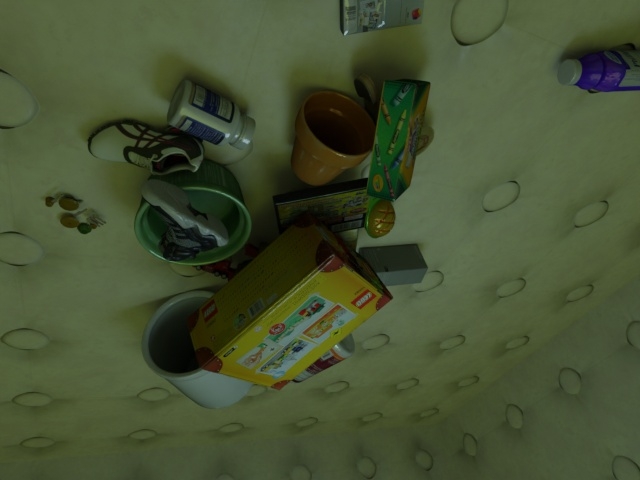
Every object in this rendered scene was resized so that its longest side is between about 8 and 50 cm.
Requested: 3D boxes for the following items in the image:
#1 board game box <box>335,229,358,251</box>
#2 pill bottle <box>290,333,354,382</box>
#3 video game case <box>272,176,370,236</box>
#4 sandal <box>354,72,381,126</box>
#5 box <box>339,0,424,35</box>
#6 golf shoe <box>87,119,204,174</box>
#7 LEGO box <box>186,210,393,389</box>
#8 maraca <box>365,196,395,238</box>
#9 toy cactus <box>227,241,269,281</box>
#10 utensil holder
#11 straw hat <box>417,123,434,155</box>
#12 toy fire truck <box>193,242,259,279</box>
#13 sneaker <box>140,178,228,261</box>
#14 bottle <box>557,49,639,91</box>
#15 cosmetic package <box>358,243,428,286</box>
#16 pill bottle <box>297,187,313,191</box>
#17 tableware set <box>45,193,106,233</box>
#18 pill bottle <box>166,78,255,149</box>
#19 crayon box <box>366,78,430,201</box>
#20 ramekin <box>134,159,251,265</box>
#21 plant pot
[{"bbox_3d":[0.000,0.000,1.452,0.244,0.042,0.165,1,114,-11],"label":"board game box"},{"bbox_3d":[-0.070,0.476,1.891,0.392,0.224,0.224,-32,137,18],"label":"pill bottle"},{"bbox_3d":[0.007,-0.082,1.291,0.275,0.035,0.248,-11,155,-5],"label":"video game case"},{"bbox_3d":[0.158,-0.348,1.141,0.079,0.088,0.240,-41,147,-6],"label":"sandal"},{"bbox_3d":[0.135,-0.537,0.952,0.186,0.038,0.145,-11,140,-5],"label":"box"},{"bbox_3d":[-0.424,-0.220,1.067,0.273,0.120,0.105,-4,140,-12],"label":"golf shoe"},{"bbox_3d":[-0.086,0.209,1.338,0.500,0.193,0.372,-41,139,9],"label":"LEGO box"},{"bbox_3d":[0.190,-0.090,1.432,0.127,0.099,0.185,-37,132,-29],"label":"maraca"},{"bbox_3d":[-0.208,0.091,1.516,0.219,0.112,0.180,5,126,-9],"label":"toy cactus"},{"bbox_3d":[-0.426,0.424,1.641,0.328,0.327,0.385,-15,141,-1],"label":"utensil holder"},{"bbox_3d":[0.248,-0.294,1.246,0.145,0.061,0.144,-21,152,-12],"label":"straw hat"},{"bbox_3d":[-0.312,0.054,1.437,0.192,0.047,0.135,20,100,-5],"label":"toy fire truck"},{"bbox_3d":[-0.362,-0.032,1.078,0.153,0.101,0.268,-33,139,14],"label":"sneaker"},{"bbox_3d":[0.789,-0.461,1.193,0.283,0.118,0.092,-5,141,-11],"label":"bottle"},{"bbox_3d":[0.266,0.096,1.646,0.238,0.127,0.107,-7,140,-13],"label":"cosmetic package"},{"bbox_3d":[-0.046,-0.123,1.339,0.120,0.067,0.067,-17,140,1],"label":"pill bottle"},{"bbox_3d":[-0.688,-0.074,1.220,0.104,0.024,0.154,-26,140,16],"label":"tableware set"},{"bbox_3d":[-0.256,-0.291,1.045,0.187,0.112,0.112,20,128,-35],"label":"pill bottle"},{"bbox_3d":[0.195,-0.255,1.098,0.081,0.165,0.278,16,116,19],"label":"crayon box"},{"bbox_3d":[-0.352,-0.081,1.222,0.304,0.148,0.303,-9,139,-8],"label":"ramekin"},{"bbox_3d":[0.013,-0.246,1.139,0.205,0.205,0.188,6,151,-24],"label":"plant pot"}]
